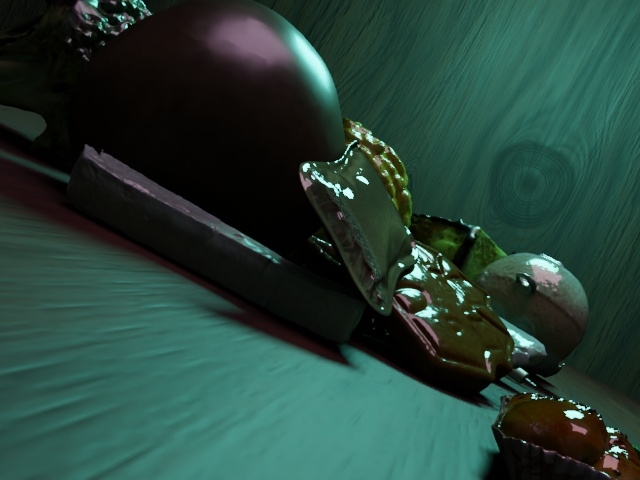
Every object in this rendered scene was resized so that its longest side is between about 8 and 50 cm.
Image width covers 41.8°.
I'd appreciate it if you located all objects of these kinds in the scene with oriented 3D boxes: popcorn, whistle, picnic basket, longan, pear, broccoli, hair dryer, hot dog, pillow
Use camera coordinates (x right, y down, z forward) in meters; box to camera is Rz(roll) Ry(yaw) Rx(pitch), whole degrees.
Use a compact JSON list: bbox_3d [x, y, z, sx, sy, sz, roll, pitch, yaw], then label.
[{"bbox_3d":[0.007,-0.053,1.183,0.237,0.205,0.251,11,-15,-4],"label":"popcorn"},{"bbox_3d":[0.321,0.146,1.315,0.189,0.189,0.348,29,-19,29],"label":"whistle"},{"bbox_3d":[0.057,0.060,0.841,0.193,0.055,0.110,24,9,-31],"label":"picnic basket"},{"bbox_3d":[-0.090,-0.094,0.752,0.246,0.246,0.215,28,-10,2],"label":"longan"},{"bbox_3d":[0.207,0.063,1.459,0.238,0.164,0.255,15,-12,44],"label":"pear"},{"bbox_3d":[-0.292,-0.200,0.922,0.243,0.247,0.263,-3,43,3],"label":"broccoli"},{"bbox_3d":[0.234,0.159,1.118,0.124,0.038,0.063,38,9,33],"label":"hair dryer"},{"bbox_3d":[0.148,0.125,0.480,0.108,0.059,0.191,32,1,9],"label":"hot dog"},{"bbox_3d":[0.037,-0.016,0.685,0.130,0.033,0.217,61,18,-3],"label":"pillow"}]

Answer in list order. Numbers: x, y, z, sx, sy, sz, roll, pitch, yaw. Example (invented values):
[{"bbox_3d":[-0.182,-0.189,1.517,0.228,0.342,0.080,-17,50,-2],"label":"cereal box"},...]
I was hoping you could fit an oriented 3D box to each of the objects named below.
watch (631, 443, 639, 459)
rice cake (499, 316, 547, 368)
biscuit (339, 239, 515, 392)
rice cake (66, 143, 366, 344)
[{"bbox_3d":[0.372,0.178,0.729,0.165,0.152,0.131,28,4,-43],"label":"watch"},{"bbox_3d":[0.177,0.108,1.054,0.124,0.038,0.211,-1,19,-36],"label":"rice cake"},{"bbox_3d":[0.115,0.057,0.787,0.182,0.034,0.215,52,26,21],"label":"biscuit"},{"bbox_3d":[-0.080,0.004,0.628,0.245,0.045,0.042,29,13,3],"label":"rice cake"}]
